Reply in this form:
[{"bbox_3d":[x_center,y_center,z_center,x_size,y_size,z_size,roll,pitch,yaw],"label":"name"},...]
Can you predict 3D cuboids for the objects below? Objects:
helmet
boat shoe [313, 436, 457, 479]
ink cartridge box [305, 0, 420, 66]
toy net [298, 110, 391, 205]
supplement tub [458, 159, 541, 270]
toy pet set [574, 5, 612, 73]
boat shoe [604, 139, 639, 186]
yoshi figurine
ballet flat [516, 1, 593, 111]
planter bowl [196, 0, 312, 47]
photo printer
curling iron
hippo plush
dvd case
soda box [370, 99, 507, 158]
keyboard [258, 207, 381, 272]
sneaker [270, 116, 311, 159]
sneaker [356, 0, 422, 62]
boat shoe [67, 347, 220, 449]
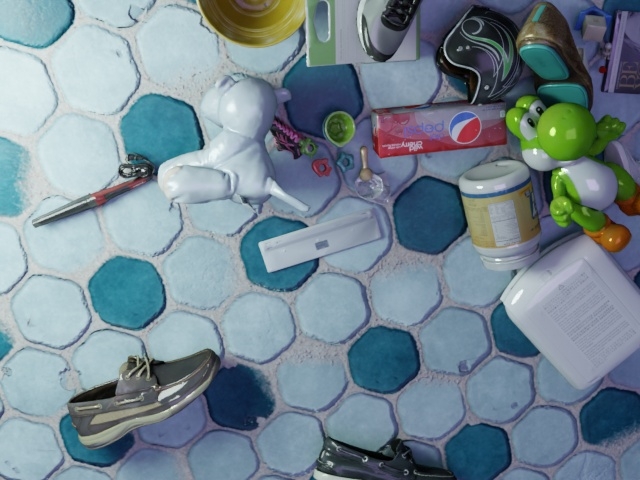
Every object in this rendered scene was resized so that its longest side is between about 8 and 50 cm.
[{"bbox_3d":[0.314,-0.352,1.562,0.162,0.169,0.169,38,101,-1],"label":"helmet"},{"bbox_3d":[0.157,0.508,1.858,0.340,0.127,0.113,8,85,-6],"label":"boat shoe"},{"bbox_3d":[0.077,-0.423,1.544,0.235,0.056,0.171,-7,110,-16],"label":"ink cartridge box"},{"bbox_3d":[0.065,-0.147,1.645,0.122,0.045,0.232,-48,111,-16],"label":"toy net"},{"bbox_3d":[0.375,-0.052,1.675,0.145,0.144,0.199,-17,110,0],"label":"supplement tub"},{"bbox_3d":[0.527,-0.406,1.629,0.122,0.065,0.114,8,139,2],"label":"toy pet set"},{"bbox_3d":[0.660,-0.139,1.719,0.063,0.066,0.184,-32,107,-9],"label":"boat shoe"},{"bbox_3d":[0.516,-0.142,1.581,0.362,0.203,0.203,41,132,-17],"label":"yoshi figurine"},{"bbox_3d":[0.457,-0.342,1.552,0.342,0.116,0.124,33,69,-54],"label":"ballet flat"},{"bbox_3d":[-0.124,-0.473,1.515,0.217,0.090,0.217,-2,108,-6],"label":"planter bowl"},{"bbox_3d":[0.564,0.146,1.779,0.256,0.107,0.307,-42,107,9],"label":"photo printer"},{"bbox_3d":[-0.459,-0.096,1.638,0.274,0.035,0.068,-28,105,3],"label":"curling iron"},{"bbox_3d":[-0.179,-0.190,1.520,0.235,0.294,0.236,-2,102,-28],"label":"hippo plush"},{"bbox_3d":[0.698,-0.381,1.664,0.222,0.018,0.164,2,108,-6],"label":"dvd case"},{"bbox_3d":[0.237,-0.229,1.635,0.264,0.083,0.092,-6,109,-3],"label":"soda box"},{"bbox_3d":[0.000,0.000,1.728,0.256,0.014,0.072,-17,114,1],"label":"keyboard"},{"bbox_3d":[-0.078,-0.207,1.636,0.119,0.047,0.057,36,113,-14],"label":"sneaker"},{"bbox_3d":[0.147,-0.457,1.472,0.100,0.108,0.271,14,103,-27],"label":"sneaker"},{"bbox_3d":[-0.385,0.319,1.733,0.356,0.132,0.130,-29,109,3],"label":"boat shoe"}]
